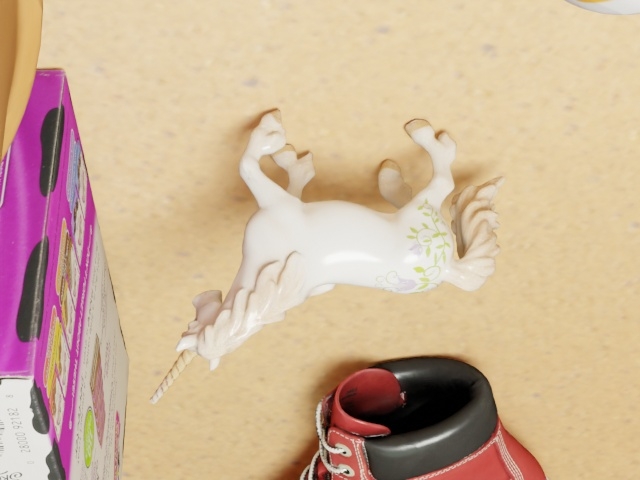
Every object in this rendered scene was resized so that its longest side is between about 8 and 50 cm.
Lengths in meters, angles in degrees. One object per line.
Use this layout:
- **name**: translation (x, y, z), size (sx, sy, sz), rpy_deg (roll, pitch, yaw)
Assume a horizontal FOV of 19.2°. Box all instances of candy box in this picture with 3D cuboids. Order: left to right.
- **candy box**: translation (-0.137, 0.058, 0.849), size (0.071, 0.159, 0.233), rpy_deg (-1, 143, 2)

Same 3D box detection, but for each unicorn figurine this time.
- **unicorn figurine**: translation (0.000, 0.000, 0.814), size (0.162, 0.111, 0.060), rpy_deg (-7, 144, 7)

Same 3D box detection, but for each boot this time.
- **boot**: translation (-0.007, 0.141, 1.033), size (0.244, 0.088, 0.176), rpy_deg (-21, 140, 12)

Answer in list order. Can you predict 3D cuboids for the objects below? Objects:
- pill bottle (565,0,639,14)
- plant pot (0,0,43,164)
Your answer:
- **pill bottle**: translation (0.015, -0.183, 0.532), size (0.272, 0.152, 0.152), rpy_deg (23, 137, -30)
- **plant pot**: translation (-0.219, -0.044, 0.593), size (0.291, 0.203, 0.291), rpy_deg (-10, 127, -13)
